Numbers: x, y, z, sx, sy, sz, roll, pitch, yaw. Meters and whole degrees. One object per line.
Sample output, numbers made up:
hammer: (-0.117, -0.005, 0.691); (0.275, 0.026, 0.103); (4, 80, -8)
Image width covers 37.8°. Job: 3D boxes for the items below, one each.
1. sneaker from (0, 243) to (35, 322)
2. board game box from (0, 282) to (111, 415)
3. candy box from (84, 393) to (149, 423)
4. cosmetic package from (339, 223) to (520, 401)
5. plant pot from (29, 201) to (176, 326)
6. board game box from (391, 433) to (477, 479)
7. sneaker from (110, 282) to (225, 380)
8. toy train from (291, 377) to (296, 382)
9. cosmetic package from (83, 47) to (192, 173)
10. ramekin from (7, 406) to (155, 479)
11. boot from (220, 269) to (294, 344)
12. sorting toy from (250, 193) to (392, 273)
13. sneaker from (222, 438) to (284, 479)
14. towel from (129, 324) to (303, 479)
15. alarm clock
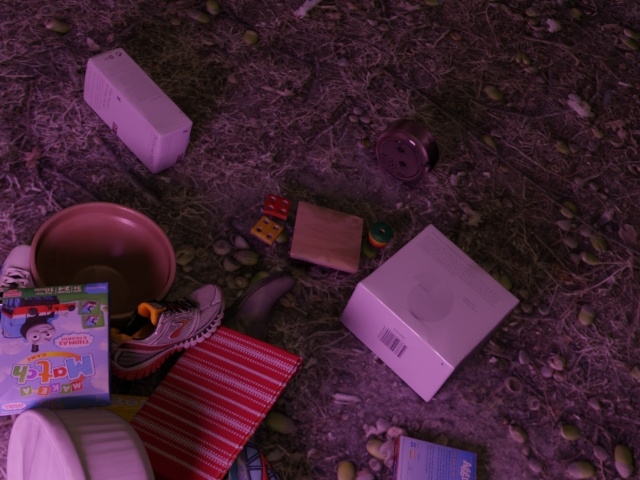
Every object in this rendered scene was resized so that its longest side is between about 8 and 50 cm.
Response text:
sneaker: (-0.500, 0.096, 1.525); (0.085, 0.086, 0.237); (12, 50, -9)
board game box: (-0.392, 0.156, 1.383); (0.160, 0.039, 0.211); (-4, 47, -10)
candy box: (-0.328, 0.292, 1.474); (0.206, 0.027, 0.105); (9, 52, -13)
cosmetic package: (0.199, 0.128, 1.716); (0.224, 0.138, 0.225); (43, 54, 14)
plant pot: (-0.370, 0.058, 1.583); (0.237, 0.110, 0.237); (10, 53, -13)
board game box: (0.183, 0.464, 1.529); (0.145, 0.027, 0.281); (15, 51, -7)
sneaker: (-0.241, 0.130, 1.494); (0.088, 0.092, 0.225); (19, 41, 37)
toy train: (-0.071, 0.209, 1.575); (0.083, 0.017, 0.023); (39, 83, -15)
cosmetic package: (-0.357, -0.253, 1.820); (0.085, 0.117, 0.231); (-31, 68, -34)
ramekin: (-0.326, 0.355, 1.285); (0.127, 0.273, 0.273); (-6, 56, -37)
boot: (-0.105, 0.170, 1.630); (0.246, 0.083, 0.161); (-35, 82, -34)
sorting toy: (0.000, 0.000, 1.801); (0.274, 0.046, 0.132); (15, 51, -9)
sneaker: (-0.113, 0.384, 1.456); (0.125, 0.104, 0.262); (12, 51, -36)
towel: (-0.174, 0.258, 1.445); (0.199, 0.031, 0.275); (17, 55, 30)
alarm clock: (0.161, -0.189, 1.959); (0.192, 0.129, 0.064); (19, 47, 32)
